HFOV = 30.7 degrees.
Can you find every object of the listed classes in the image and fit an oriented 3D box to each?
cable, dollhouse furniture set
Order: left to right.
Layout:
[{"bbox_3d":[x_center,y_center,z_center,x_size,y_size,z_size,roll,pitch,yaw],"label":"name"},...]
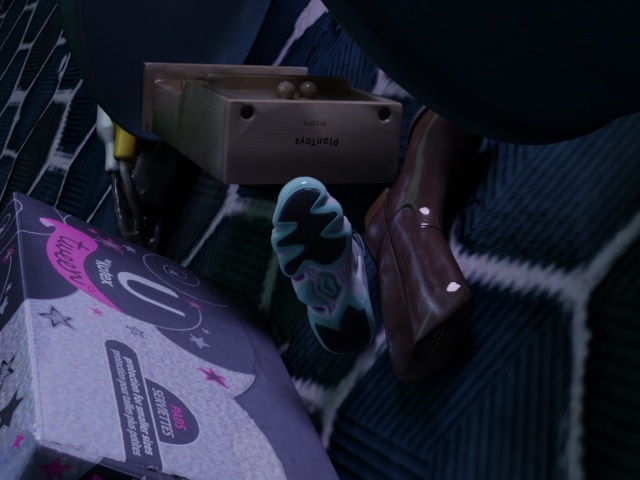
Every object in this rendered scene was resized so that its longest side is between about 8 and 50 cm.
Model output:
[{"bbox_3d":[-0.150,-0.018,0.868,0.139,0.072,0.287,116,163,-59],"label":"cable"},{"bbox_3d":[-0.025,-0.166,0.643,0.161,0.212,0.242,-146,57,-63],"label":"dollhouse furniture set"}]

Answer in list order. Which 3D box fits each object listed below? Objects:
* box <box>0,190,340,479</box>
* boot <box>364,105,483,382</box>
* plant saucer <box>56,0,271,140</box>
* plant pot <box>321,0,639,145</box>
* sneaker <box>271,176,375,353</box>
[{"bbox_3d":[-0.105,0.104,0.567,0.142,0.163,0.247,-58,26,12],"label":"box"},{"bbox_3d":[0.055,-0.005,0.523,0.114,0.037,0.106,-96,28,-55],"label":"boot"},{"bbox_3d":[-0.092,-0.225,0.778,0.317,0.044,0.317,18,-90,-75],"label":"plant saucer"},{"bbox_3d":[0.145,-0.177,0.300,0.255,0.272,0.271,-7,57,42],"label":"plant pot"},{"bbox_3d":[0.000,0.000,0.570,0.038,0.098,0.069,-12,33,5],"label":"sneaker"}]
